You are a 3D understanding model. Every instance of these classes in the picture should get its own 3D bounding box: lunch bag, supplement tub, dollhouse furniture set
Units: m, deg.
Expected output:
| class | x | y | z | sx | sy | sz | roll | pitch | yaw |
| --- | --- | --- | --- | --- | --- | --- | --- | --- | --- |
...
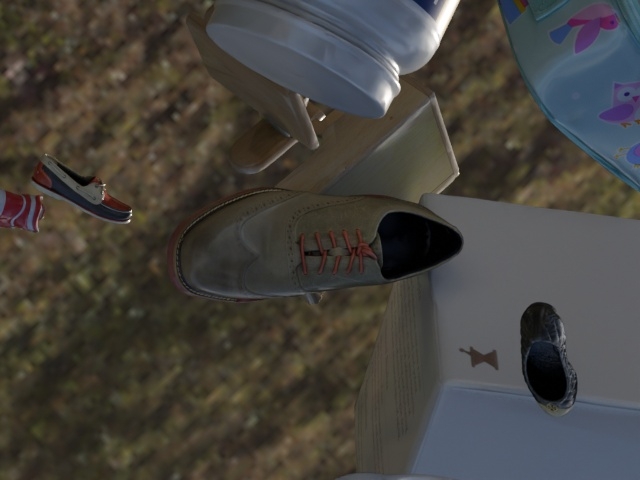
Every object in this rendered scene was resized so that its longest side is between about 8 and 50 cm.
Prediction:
| class | x | y | z | sx | sy | sz | roll | pitch | yaw |
| --- | --- | --- | --- | --- | --- | --- | --- | --- | --- |
| lunch bag | 0.188 | -0.174 | 1.190 | 0.107 | 0.279 | 0.224 | -29 | 145 | 21 |
| supplement tub | 0.042 | -0.300 | 1.739 | 0.316 | 0.228 | 0.228 | -65 | 161 | -6 |
| dollhouse furniture set | -0.060 | -0.143 | 2.270 | 0.256 | 0.394 | 0.362 | -41 | 141 | -15 |

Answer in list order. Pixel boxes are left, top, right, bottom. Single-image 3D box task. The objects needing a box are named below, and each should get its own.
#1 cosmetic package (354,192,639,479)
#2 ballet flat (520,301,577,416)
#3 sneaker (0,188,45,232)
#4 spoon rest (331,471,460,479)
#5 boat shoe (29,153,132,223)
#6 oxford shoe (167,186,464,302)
| class | x | y | z | sx | sy | sz | roll | pitch | yaw |
| --- | --- | --- | --- | --- | --- | --- | --- | --- | --- |
| cosmetic package | 0.241 | 0.207 | 2.194 | 0.327 | 0.329 | 0.394 | 8 | 132 | -8 |
| ballet flat | 0.229 | 0.130 | 1.847 | 0.173 | 0.057 | 0.049 | 71 | 29 | -47 |
| sneaker | -0.342 | -0.028 | 1.963 | 0.067 | 0.042 | 0.118 | 10 | 168 | -25 |
| spoon rest | 0.077 | 0.244 | 1.589 | 0.276 | 0.137 | 0.084 | -3 | 110 | -42 |
| boat shoe | -0.294 | -0.063 | 2.245 | 0.043 | 0.137 | 0.049 | -62 | -167 | 13 |
| oxford shoe | 0.000 | 0.000 | 1.958 | 0.348 | 0.130 | 0.123 | -10 | 99 | -34 |
